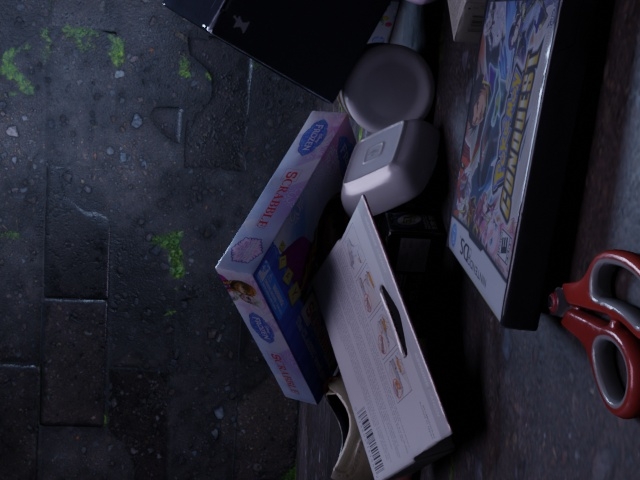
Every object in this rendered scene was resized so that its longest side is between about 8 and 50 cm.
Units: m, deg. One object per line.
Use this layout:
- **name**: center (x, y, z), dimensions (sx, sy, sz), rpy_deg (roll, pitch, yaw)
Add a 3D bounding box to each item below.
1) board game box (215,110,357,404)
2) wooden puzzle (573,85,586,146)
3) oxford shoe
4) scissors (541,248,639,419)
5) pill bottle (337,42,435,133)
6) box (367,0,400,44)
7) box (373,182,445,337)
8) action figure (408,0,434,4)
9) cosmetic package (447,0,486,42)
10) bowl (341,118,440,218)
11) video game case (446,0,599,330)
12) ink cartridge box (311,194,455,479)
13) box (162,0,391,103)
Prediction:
- **board game box**: center (-0.007, 0.028, 1.261), dimensions (0.318, 0.065, 0.319), rpy_deg (-62, -33, -33)
- **wooden puzzle**: center (0.204, -0.117, 0.692), dimensions (0.083, 0.006, 0.049), rpy_deg (-94, 9, -53)
- **oxford shoe**: center (0.070, 0.195, 1.258), dimensions (0.123, 0.130, 0.348), rpy_deg (97, 175, -57)
- **scissors**: center (0.196, 0.040, 0.653), dimensions (0.297, 0.021, 0.109), rpy_deg (-107, 18, -77)
- **pill bottle**: center (0.090, -0.237, 1.283), dimensions (0.229, 0.131, 0.131), rpy_deg (-108, 22, -75)
- **box**: center (0.068, -0.434, 1.537), dimensions (0.186, 0.145, 0.038), rpy_deg (106, 167, -64)
- **box**: center (0.113, 0.023, 1.185), dimensions (0.147, 0.077, 0.180), rpy_deg (-95, 9, -56)
- **action figure**: center (0.090, -0.387, 0.564), dimensions (0.370, 0.275, 0.248), rpy_deg (66, 169, -26)
- **cosmetic package**: center (0.170, -0.283, 0.943), dimensions (0.060, 0.041, 0.115), rpy_deg (100, 171, -56)
- **bowl**: center (0.089, -0.104, 1.141), dimensions (0.142, 0.053, 0.142), rpy_deg (-20, 38, 40)
- **video game case**: center (0.172, -0.089, 0.765), dimensions (0.248, 0.035, 0.275), rpy_deg (-97, 13, -74)
- **ink cartridge box**: center (0.088, 0.126, 1.034), dimensions (0.261, 0.066, 0.296), rpy_deg (120, 135, -59)
- **box**: center (-0.054, -0.416, 1.263), dimensions (0.294, 0.212, 0.395), rpy_deg (-59, 26, 9)
